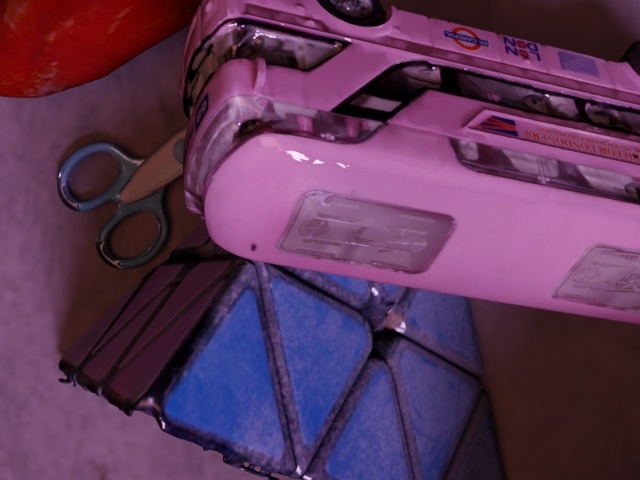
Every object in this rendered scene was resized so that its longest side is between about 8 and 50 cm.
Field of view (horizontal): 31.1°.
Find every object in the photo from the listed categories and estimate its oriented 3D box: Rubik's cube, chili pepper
[{"bbox_3d":[0.000,0.000,0.418,0.211,0.190,0.178,19,83,9],"label":"Rubik's cube"},{"bbox_3d":[-0.036,-0.192,0.432,0.137,0.092,0.368,36,102,22],"label":"chili pepper"}]

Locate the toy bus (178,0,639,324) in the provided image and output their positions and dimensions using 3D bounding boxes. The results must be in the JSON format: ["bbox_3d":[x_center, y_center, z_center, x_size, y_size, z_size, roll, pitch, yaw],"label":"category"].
[{"bbox_3d":[0.056,-0.027,0.375,0.203,0.090,0.063,10,139,-16],"label":"toy bus"}]

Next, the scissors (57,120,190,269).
[{"bbox_3d":[-0.059,-0.036,0.489,0.119,0.014,0.058,-33,90,20],"label":"scissors"}]
